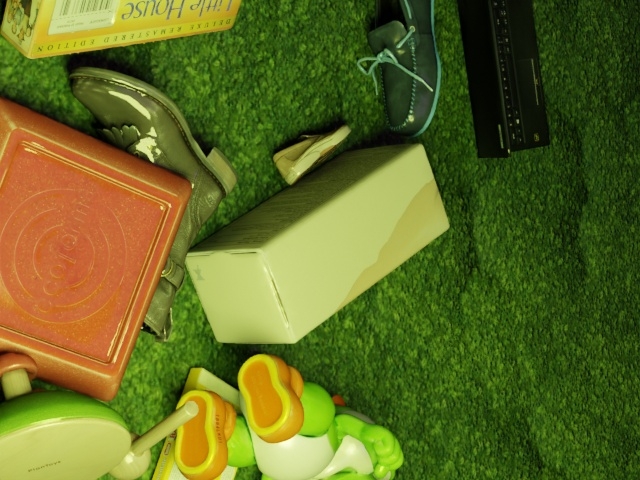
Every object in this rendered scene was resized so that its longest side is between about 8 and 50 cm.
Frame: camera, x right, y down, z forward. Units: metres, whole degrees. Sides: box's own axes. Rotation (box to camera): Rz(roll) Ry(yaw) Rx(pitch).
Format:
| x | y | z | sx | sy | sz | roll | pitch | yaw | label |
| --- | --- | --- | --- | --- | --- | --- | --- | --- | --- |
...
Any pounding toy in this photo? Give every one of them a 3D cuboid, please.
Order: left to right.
| x | y | z | sx | sy | sz | roll | pitch | yaw | label |
| --- | --- | --- | --- | --- | --- | --- | --- | --- | --- |
| -0.271 | 0.179 | 1.546 | 0.237 | 0.183 | 0.110 | -2 | 57 | -32 | pounding toy |

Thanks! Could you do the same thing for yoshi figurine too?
| x | y | z | sx | sy | sz | roll | pitch | yaw | label |
| --- | --- | --- | --- | --- | --- | --- | --- | --- | --- |
| -0.007 | 0.272 | 1.759 | 0.362 | 0.204 | 0.203 | 34 | 80 | -54 | yoshi figurine |

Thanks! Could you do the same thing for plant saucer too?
| x | y | z | sx | sy | sz | roll | pitch | yaw | label |
| --- | --- | --- | --- | --- | --- | --- | --- | --- | --- |
| -0.270 | 0.013 | 1.557 | 0.259 | 0.048 | 0.258 | 24 | 82 | -31 | plant saucer |

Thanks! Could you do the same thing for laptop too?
| x | y | z | sx | sy | sz | roll | pitch | yaw | label |
| --- | --- | --- | --- | --- | --- | --- | --- | --- | --- |
| 0.278 | -0.239 | 2.122 | 0.264 | 0.137 | 0.234 | -12 | 96 | -45 | laptop |

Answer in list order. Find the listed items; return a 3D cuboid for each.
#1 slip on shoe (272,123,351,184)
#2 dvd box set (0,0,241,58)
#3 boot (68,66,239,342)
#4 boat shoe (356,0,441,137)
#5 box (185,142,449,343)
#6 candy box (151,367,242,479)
| x | y | z | sx | sy | sz | roll | pitch | yaw | label |
| --- | --- | --- | --- | --- | --- | --- | --- | --- | --- |
| -0.010 | -0.117 | 1.893 | 0.041 | 0.051 | 0.135 | 45 | 50 | 4 | slip on shoe |
| -0.155 | -0.397 | 1.574 | 0.308 | 0.062 | 0.420 | -18 | 139 | -45 | dvd box set |
| -0.215 | -0.038 | 1.653 | 0.263 | 0.091 | 0.229 | 41 | 66 | -30 | boot |
| 0.093 | -0.259 | 1.982 | 0.089 | 0.109 | 0.258 | 14 | 61 | -37 | boat shoe |
| 0.000 | 0.000 | 1.823 | 0.311 | 0.148 | 0.121 | -34 | 111 | -39 | box |
| -0.142 | 0.261 | 1.744 | 0.105 | 0.027 | 0.206 | 36 | 62 | -39 | candy box |
